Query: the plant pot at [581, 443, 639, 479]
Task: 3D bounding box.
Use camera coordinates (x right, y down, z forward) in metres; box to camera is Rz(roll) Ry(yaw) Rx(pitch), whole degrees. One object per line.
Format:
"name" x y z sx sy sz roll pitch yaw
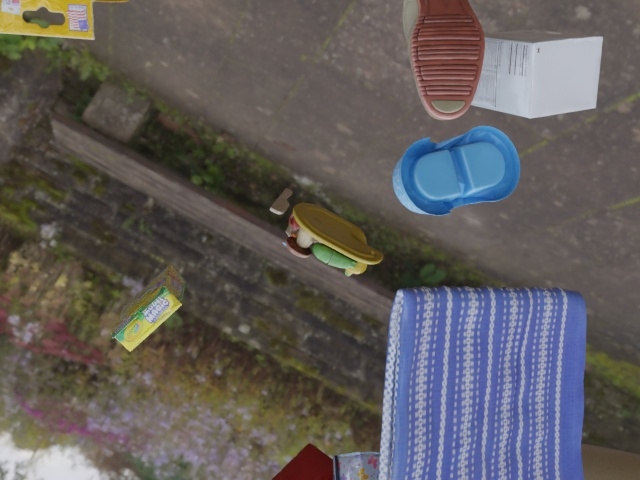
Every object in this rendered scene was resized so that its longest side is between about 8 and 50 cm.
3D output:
"plant pot" 0.337 0.362 1.084 0.274 0.256 0.256 -8 156 11

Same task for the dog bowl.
"dog bowl" 0.287 -0.145 1.828 0.297 0.166 0.074 -15 178 -23

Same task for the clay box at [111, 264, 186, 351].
"clay box" -0.310 0.123 1.554 0.053 0.127 0.222 47 -178 -13

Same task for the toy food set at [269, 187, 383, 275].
"toy food set" 0.000 0.000 1.493 0.218 0.071 0.128 29 -156 -8

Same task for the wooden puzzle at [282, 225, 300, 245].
"wooden puzzle" -0.057 -0.018 2.190 0.014 0.116 0.078 -5 137 35

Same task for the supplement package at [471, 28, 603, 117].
"supplement package" 0.431 -0.348 1.750 0.194 0.149 0.203 -12 -158 -29

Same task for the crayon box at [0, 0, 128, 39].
"crayon box" -0.385 -0.463 1.241 0.203 0.323 0.083 11 -161 27

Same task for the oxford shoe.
"oxford shoe" 0.232 -0.396 1.670 0.140 0.397 0.146 4 159 -6

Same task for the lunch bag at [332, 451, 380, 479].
"lunch bag" 0.044 0.324 1.158 0.053 0.071 0.083 8 161 -33

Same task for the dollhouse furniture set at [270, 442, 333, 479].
"dollhouse furniture set" -0.052 0.419 1.082 0.201 0.374 0.152 33 134 21

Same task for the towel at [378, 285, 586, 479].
"towel" 0.163 0.163 0.763 0.040 0.243 0.336 2 178 40
